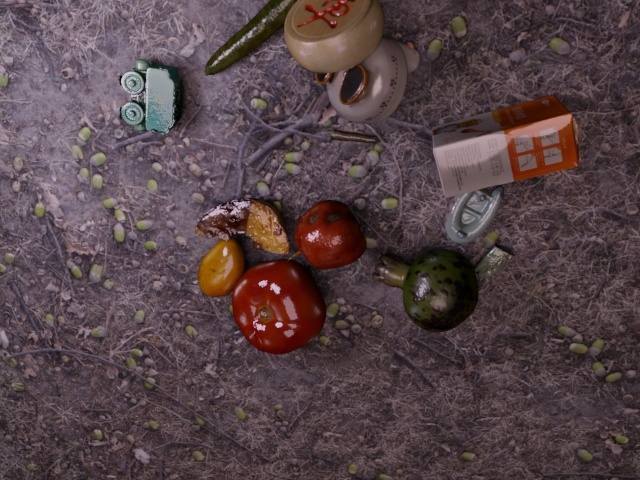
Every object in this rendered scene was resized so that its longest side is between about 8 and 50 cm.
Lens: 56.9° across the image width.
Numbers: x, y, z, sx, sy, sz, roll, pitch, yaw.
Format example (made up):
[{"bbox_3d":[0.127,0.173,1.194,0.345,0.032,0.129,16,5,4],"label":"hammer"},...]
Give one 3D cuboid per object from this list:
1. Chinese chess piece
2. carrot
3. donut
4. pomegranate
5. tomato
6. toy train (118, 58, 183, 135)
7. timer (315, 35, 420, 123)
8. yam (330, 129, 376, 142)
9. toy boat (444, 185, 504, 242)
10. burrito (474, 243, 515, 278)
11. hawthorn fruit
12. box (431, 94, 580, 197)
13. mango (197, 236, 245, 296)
[{"bbox_3d":[0.032,-0.524,1.437,0.250,0.251,0.097,-13,144,14],"label":"Chinese chess piece"},{"bbox_3d":[-0.185,-0.557,1.596,0.358,0.074,0.074,-34,104,22],"label":"carrot"},{"bbox_3d":[-0.221,-0.067,1.789,0.295,0.112,0.151,11,109,4],"label":"donut"},{"bbox_3d":[0.322,0.116,1.738,0.306,0.242,0.242,48,115,21],"label":"pomegranate"},{"bbox_3d":[-0.118,0.194,1.814,0.298,0.226,0.299,4,98,29],"label":"tomato"},{"bbox_3d":[-0.479,-0.409,1.688,0.163,0.112,0.203,8,115,-1],"label":"toy train"},{"bbox_3d":[0.135,-0.421,1.539,0.233,0.240,0.234,2,92,50],"label":"timer"},{"bbox_3d":[0.094,-0.291,1.685,0.129,0.027,0.033,10,83,7],"label":"yam"},{"bbox_3d":[0.435,-0.082,1.694,0.134,0.079,0.208,27,113,-6],"label":"toy boat"},{"bbox_3d":[0.518,0.068,1.763,0.074,0.044,0.118,34,110,-10],"label":"burrito"},{"bbox_3d":[0.000,0.000,1.721,0.243,0.207,0.207,-30,105,11],"label":"hawthorn fruit"},{"bbox_3d":[0.472,-0.249,1.535,0.341,0.225,0.143,-14,112,16],"label":"box"},{"bbox_3d":[-0.309,0.083,1.858,0.145,0.112,0.219,40,119,20],"label":"mango"}]
